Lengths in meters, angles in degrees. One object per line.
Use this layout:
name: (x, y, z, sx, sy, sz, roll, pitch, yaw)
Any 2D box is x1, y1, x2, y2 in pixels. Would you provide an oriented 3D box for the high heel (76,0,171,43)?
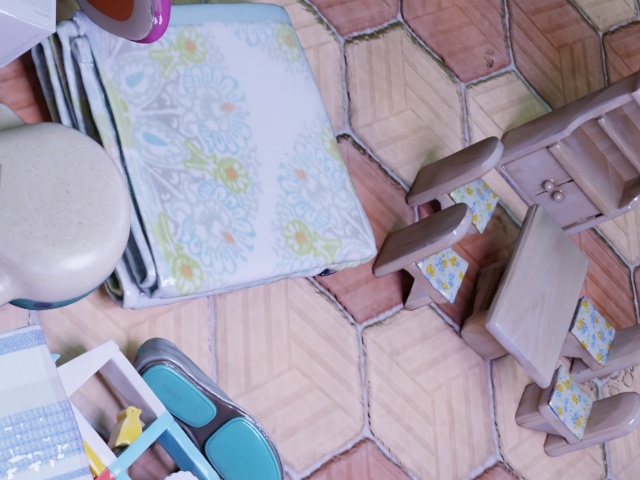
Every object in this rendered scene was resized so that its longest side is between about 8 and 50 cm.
high heel: (-0.180, -0.332, 1.732, 0.181, 0.127, 0.377, 5, 45, -36)

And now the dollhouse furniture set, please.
dollhouse furniture set: (0.324, -0.004, 2.081, 0.362, 0.256, 0.394, 46, 44, -20)

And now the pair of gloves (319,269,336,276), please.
pair of gloves: (0.000, 0.000, 1.926, 0.074, 0.010, 0.083, -27, 95, -50)

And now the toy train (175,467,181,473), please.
toy train: (-0.121, 0.298, 1.645, 0.036, 0.027, 0.158, 21, 56, -52)

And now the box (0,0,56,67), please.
box: (-0.328, -0.238, 1.626, 0.102, 0.101, 0.087, 18, 59, -40)

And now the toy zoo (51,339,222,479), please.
toy zoo: (-0.202, 0.227, 1.567, 0.293, 0.030, 0.192, 52, 47, -7)

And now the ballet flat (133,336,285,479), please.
ballet flat: (-0.110, 0.177, 1.686, 0.213, 0.072, 0.068, 48, 14, -23)

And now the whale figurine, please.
whale figurine: (-0.317, -0.023, 1.538, 0.272, 0.141, 0.216, 7, 64, -18)

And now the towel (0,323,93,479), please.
towel: (-0.298, 0.226, 1.452, 0.209, 0.034, 0.285, -16, 83, -34)

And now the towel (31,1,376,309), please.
towel: (-0.121, -0.100, 1.788, 0.374, 0.090, 0.321, -11, 79, -47)
